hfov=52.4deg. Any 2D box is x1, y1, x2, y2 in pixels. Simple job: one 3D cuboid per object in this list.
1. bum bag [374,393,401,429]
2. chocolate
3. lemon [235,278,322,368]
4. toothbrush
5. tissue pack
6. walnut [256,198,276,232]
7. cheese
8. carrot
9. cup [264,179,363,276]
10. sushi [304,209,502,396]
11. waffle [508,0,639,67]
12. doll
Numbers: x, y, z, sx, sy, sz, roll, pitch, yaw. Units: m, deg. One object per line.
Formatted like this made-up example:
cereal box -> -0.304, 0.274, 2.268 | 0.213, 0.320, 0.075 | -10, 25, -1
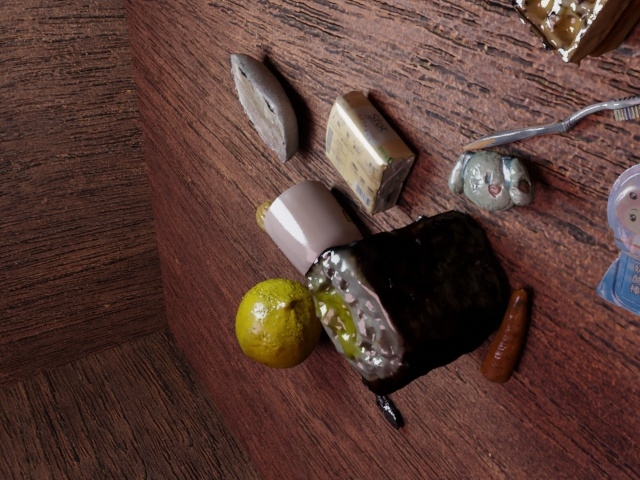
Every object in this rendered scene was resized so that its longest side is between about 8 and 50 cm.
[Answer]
bum bag -> 0.176, 0.446, 1.724 | 0.124, 0.034, 0.058 | 53, 162, 33
chocolate -> -0.137, -0.361, 1.729 | 0.303, 0.100, 0.185 | 58, 161, 30
lemon -> -0.124, 0.250, 1.924 | 0.258, 0.257, 0.310 | 54, 153, 31
toothbrush -> 0.347, -0.175, 1.012 | 0.375, 0.028, 0.037 | -2, 113, 62
tissue pack -> 0.098, -0.190, 1.406 | 0.222, 0.090, 0.186 | 57, 152, 29
walnut -> -0.133, -0.064, 1.917 | 0.124, 0.105, 0.105 | 50, 148, 15
cheese -> 0.451, -0.001, 0.899 | 0.135, 0.052, 0.245 | 36, 137, 49
carrot -> 0.349, 0.170, 1.201 | 0.061, 0.061, 0.210 | 45, 140, 42
cup -> 0.000, 0.000, 1.638 | 0.200, 0.191, 0.253 | 51, 177, 29
sushi -> 0.165, 0.118, 1.250 | 0.281, 0.294, 0.300 | -13, 96, 60
waffle -> 0.338, -0.434, 0.768 | 0.261, 0.113, 0.376 | 57, 150, 24
doll -> 0.293, -0.103, 1.116 | 0.214, 0.071, 0.104 | -149, 59, -64
